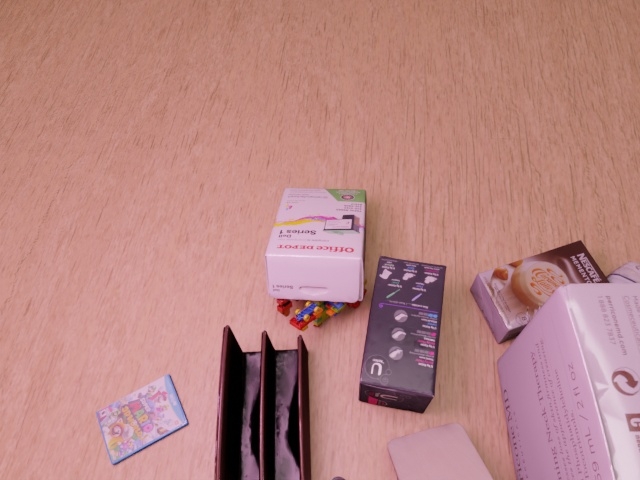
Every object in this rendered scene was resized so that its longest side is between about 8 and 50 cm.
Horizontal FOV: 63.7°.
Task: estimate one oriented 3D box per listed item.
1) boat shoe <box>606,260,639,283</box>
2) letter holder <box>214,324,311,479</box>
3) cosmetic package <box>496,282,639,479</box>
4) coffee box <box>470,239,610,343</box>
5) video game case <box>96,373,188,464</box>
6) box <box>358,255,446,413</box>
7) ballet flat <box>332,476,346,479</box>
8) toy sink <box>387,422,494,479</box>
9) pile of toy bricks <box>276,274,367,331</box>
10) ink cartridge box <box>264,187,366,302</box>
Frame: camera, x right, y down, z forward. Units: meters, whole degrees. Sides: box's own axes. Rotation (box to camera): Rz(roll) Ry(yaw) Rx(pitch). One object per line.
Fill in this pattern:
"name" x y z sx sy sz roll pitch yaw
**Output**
"boat shoe" 0.774 0.170 1.058 0.156 0.136 0.367 -35 54 -18
"letter holder" -0.103 0.325 0.975 0.151 0.214 0.302 -4 60 2
"cosmetic package" 0.523 0.292 0.844 0.327 0.394 0.330 -2 60 2
"coffee box" 0.475 0.110 1.120 0.246 0.098 0.141 -18 61 -6
"video game case" -0.375 0.373 1.083 0.166 0.015 0.119 -27 62 -11
"box" 0.166 0.192 1.059 0.143 0.165 0.271 8 61 8
"ballet flat" 0.061 0.494 0.969 0.041 0.041 0.114 -40 66 -17
"toy sink" 0.224 0.463 0.902 0.152 0.131 0.234 -14 23 -5
"pile of toy bricks" 0.001 0.144 1.139 0.118 0.105 0.212 27 43 35
"ink cartridge box" 0.000 0.000 1.150 0.201 0.117 0.278 2 36 5
